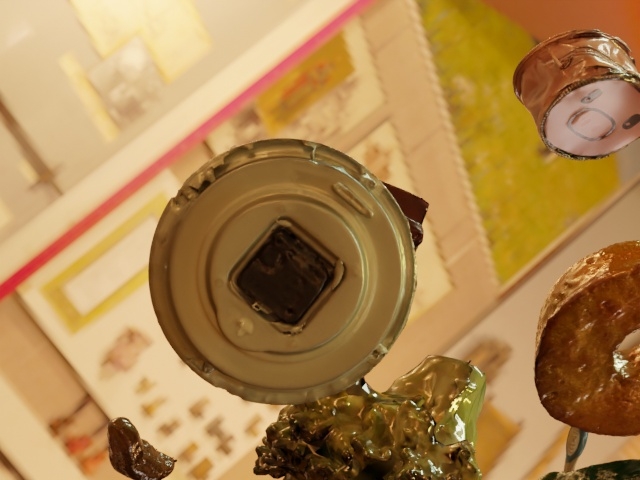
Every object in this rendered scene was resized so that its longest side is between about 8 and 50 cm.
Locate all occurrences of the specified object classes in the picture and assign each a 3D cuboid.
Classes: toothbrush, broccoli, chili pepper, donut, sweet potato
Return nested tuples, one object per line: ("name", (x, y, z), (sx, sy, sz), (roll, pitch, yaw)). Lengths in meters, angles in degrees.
("toothbrush", (0.411, 0.311, 2.484), (0.040, 0.040, 0.386), (30, -57, 56))
("broccoli", (0.080, 0.274, 1.689), (0.334, 0.324, 0.272), (50, 29, -45))
("chili pepper", (0.358, 0.332, 1.939), (0.270, 0.136, 0.099), (-22, -56, 38))
("donut", (0.421, 0.126, 2.093), (0.110, 0.303, 0.303), (-97, 161, -53))
("sweet potato", (-0.222, 0.249, 1.809), (0.054, 0.053, 0.182), (24, -17, 21))

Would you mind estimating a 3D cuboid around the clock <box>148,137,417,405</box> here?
("clock", (-0.031, 0.028, 1.335), (0.236, 0.236, 0.053), (52, -3, -6))

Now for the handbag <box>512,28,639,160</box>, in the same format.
("handbag", (0.374, -0.201, 2.169), (0.205, 0.179, 0.116), (25, 38, -41))

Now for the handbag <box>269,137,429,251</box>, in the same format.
("handbag", (0.000, -0.001, 2.179), (0.276, 0.260, 0.084), (21, -41, 2))
